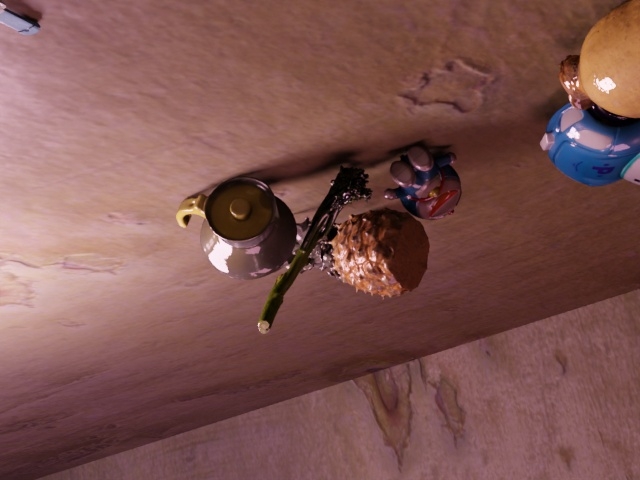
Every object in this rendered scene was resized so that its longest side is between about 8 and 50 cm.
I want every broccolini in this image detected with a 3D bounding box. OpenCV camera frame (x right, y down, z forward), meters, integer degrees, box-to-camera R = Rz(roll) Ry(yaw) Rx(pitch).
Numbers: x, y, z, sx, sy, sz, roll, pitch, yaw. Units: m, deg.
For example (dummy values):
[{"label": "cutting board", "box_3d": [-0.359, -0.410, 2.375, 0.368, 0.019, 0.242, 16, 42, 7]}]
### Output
[{"label": "broccolini", "box_3d": [-0.004, 0.007, 2.003, 0.062, 0.271, 0.123, 29, 156, 3]}]

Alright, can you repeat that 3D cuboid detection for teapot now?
[{"label": "teapot", "box_3d": [-0.114, -0.021, 2.010, 0.165, 0.130, 0.119, 14, 155, 13]}]

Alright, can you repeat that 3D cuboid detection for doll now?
[{"label": "doll", "box_3d": [0.145, -0.079, 2.103, 0.114, 0.085, 0.152, -40, 154, 2]}]

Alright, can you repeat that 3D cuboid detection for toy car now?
[{"label": "toy car", "box_3d": [0.454, -0.138, 2.038, 0.314, 0.166, 0.198, -12, 163, -9]}]

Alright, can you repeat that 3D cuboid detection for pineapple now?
[{"label": "pineapple", "box_3d": [0.029, 0.015, 2.146, 0.248, 0.128, 0.128, 3, -179, 39]}]

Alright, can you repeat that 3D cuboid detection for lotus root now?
[{"label": "lotus root", "box_3d": [0.395, -0.217, 1.703, 0.146, 0.131, 0.303, -1, 161, -41]}]

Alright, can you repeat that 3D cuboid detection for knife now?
[{"label": "knife", "box_3d": [-0.272, -0.195, 1.330, 0.027, 0.010, 0.096, -19, 168, 14]}]

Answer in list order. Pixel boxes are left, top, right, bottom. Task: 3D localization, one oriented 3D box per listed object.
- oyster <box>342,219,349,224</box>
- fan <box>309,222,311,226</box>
[{"label": "oyster", "box_3d": [0.061, -0.011, 2.344, 0.103, 0.051, 0.148, -8, -179, -36]}, {"label": "fan", "box_3d": [-0.027, -0.015, 2.338, 0.056, 0.004, 0.083, -19, 167, 16]}]
